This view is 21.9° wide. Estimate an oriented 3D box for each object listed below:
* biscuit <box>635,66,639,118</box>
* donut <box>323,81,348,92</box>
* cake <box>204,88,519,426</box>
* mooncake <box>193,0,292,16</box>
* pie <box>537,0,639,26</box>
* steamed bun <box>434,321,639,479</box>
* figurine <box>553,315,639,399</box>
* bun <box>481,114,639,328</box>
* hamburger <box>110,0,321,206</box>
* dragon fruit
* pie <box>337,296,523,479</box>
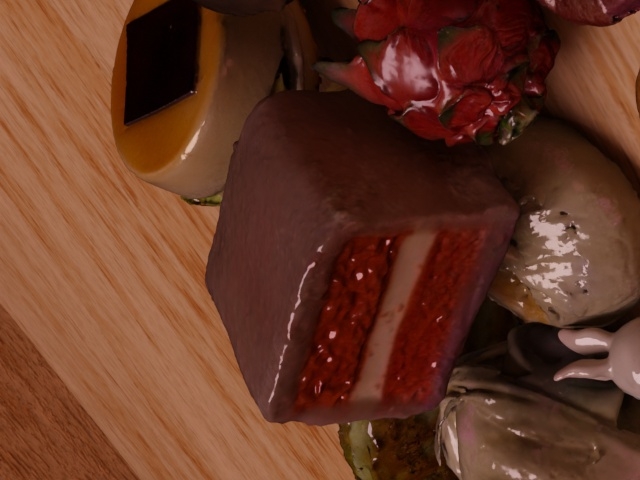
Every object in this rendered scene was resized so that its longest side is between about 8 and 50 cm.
[{"bbox_3d":[0.352,-0.107,1.528,0.144,0.033,0.224,19,145,43],"label":"biscuit"},{"bbox_3d":[0.054,-0.129,1.819,0.065,0.162,0.178,41,146,32],"label":"donut"},{"bbox_3d":[0.032,0.018,1.696,0.230,0.237,0.309,-119,36,-45],"label":"cake"},{"bbox_3d":[-0.087,-0.383,1.591,0.324,0.187,0.324,35,152,22],"label":"mooncake"},{"bbox_3d":[0.224,-0.268,1.450,0.182,0.049,0.182,32,149,22],"label":"pie"},{"bbox_3d":[0.282,0.189,1.856,0.268,0.280,0.207,54,150,41],"label":"steamed bun"},{"bbox_3d":[0.374,0.127,1.712,0.235,0.127,0.155,-5,171,39],"label":"figurine"},{"bbox_3d":[0.218,-0.006,1.767,0.287,0.146,0.287,39,156,21],"label":"bun"},{"bbox_3d":[-0.116,-0.177,1.887,0.176,0.300,0.300,7,177,-33],"label":"hamburger"},{"bbox_3d":[0.113,-0.190,1.588,0.274,0.192,0.193,37,136,36],"label":"dragon fruit"},{"bbox_3d":[0.147,0.197,2.032,0.103,0.288,0.354,23,150,39],"label":"pie"}]
